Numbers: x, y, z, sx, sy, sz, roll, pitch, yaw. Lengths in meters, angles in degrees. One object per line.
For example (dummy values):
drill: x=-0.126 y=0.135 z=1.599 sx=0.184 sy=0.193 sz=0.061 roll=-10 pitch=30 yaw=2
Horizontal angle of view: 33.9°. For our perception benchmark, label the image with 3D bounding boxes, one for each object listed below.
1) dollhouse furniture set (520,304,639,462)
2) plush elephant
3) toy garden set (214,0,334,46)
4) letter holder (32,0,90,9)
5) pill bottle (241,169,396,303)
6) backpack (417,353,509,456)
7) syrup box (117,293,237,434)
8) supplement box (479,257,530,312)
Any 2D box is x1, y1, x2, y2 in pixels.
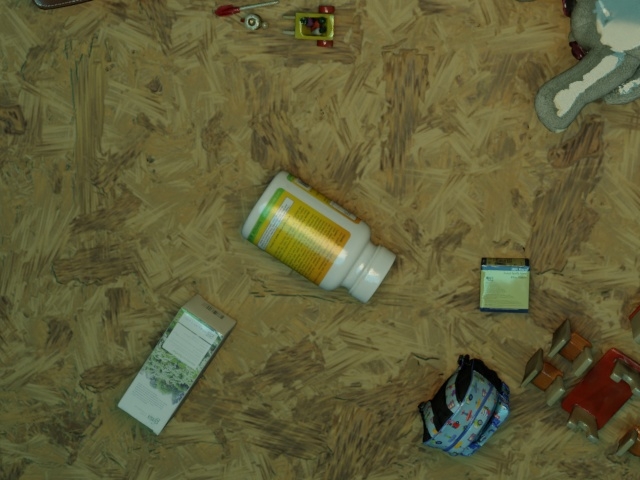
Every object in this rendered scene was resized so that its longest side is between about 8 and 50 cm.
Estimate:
dollhouse furniture set: x=0.517 y=0.218 z=1.782 sx=0.262 sy=0.135 sz=0.259 roll=35 pitch=117 yaw=0
plush elephant: x=0.459 y=-0.348 z=1.595 sx=0.330 sy=0.255 sz=0.272 roll=-23 pitch=89 yaw=21
toy garden set: x=-0.074 y=-0.431 z=1.746 sx=0.244 sy=0.049 sz=0.204 roll=5 pitch=103 yaw=8
letter holder: x=-0.340 y=-0.515 z=1.720 sx=0.302 sy=0.152 sz=0.214 roll=-16 pitch=102 yaw=12
pill bottle: x=0.000 y=0.000 z=1.787 sx=0.245 sy=0.136 sz=0.136 roll=33 pitch=105 yaw=1
backpack: x=0.246 y=0.298 z=1.798 sx=0.117 sy=0.173 sz=0.158 roll=38 pitch=105 yaw=-1
syrup box: x=-0.259 y=0.225 z=1.901 sx=0.093 sy=0.096 sz=0.237 roll=35 pitch=106 yaw=2
supplement box: x=0.315 y=0.076 z=1.797 sx=0.083 sy=0.056 sz=0.083 roll=1 pitch=103 yaw=9
